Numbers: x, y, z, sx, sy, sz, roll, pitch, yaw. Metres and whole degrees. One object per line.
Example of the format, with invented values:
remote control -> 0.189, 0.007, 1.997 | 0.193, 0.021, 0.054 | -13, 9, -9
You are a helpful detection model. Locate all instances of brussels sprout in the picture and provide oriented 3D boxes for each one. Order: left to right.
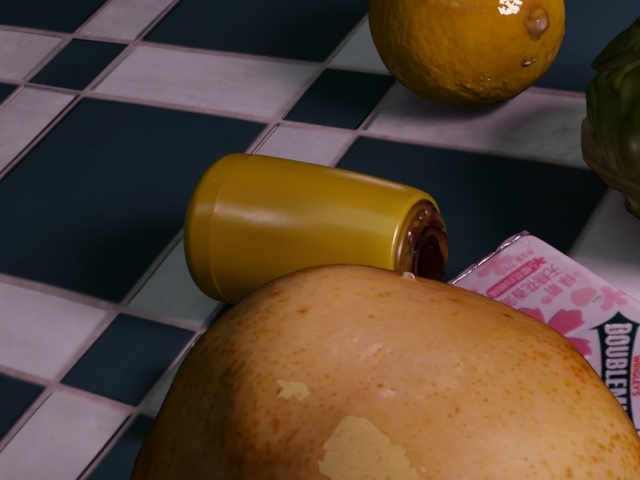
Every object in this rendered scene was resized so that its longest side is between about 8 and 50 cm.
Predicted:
brussels sprout -> 0.423, -0.133, 1.451 | 0.355, 0.281, 0.289 | -2, 55, 55

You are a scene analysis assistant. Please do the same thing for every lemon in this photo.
lemon -> 0.182, -0.281, 1.764 | 0.236, 0.236, 0.263 | -26, 9, -7

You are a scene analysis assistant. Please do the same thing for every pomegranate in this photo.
pomegranate -> 0.040, 0.214, 1.022 | 0.417, 0.416, 0.416 | -12, 39, 10

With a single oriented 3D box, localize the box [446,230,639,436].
box -> 0.251, 0.135, 1.337 | 0.190, 0.112, 0.370 | -34, 41, -18

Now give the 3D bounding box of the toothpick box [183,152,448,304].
toothpick box -> 0.000, 0.000, 1.558 | 0.271, 0.175, 0.175 | 8, 47, 27

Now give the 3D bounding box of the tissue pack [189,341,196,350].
tissue pack -> -0.081, 0.158, 1.495 | 0.148, 0.060, 0.108 | -3, 43, 22
